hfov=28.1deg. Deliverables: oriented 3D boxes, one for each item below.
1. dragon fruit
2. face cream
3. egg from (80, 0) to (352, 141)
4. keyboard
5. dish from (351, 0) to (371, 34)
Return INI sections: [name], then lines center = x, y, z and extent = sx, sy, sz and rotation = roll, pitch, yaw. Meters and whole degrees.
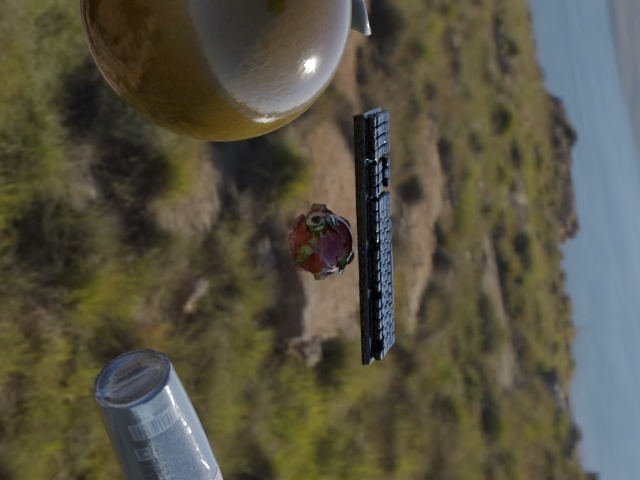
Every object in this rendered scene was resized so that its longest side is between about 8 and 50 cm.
[dragon fruit]
center = 0.001, -0.002, 1.590
extent = 0.116, 0.081, 0.086
rotation = 88, 27, -51
[face cream]
center = -0.183, 0.234, 1.456
extent = 0.269, 0.107, 0.073
rotation = 77, -14, -47
[egg]
center = -0.093, -0.218, 1.214
extent = 0.322, 0.250, 0.250
rotation = 7, 74, -81
[keyboard]
center = 0.069, -0.006, 1.606
extent = 0.106, 0.027, 0.317
rotation = -34, 124, -68
[dish]
center = -0.006, -0.369, 1.728
extent = 0.229, 0.081, 0.229
rotation = -22, 90, -87
